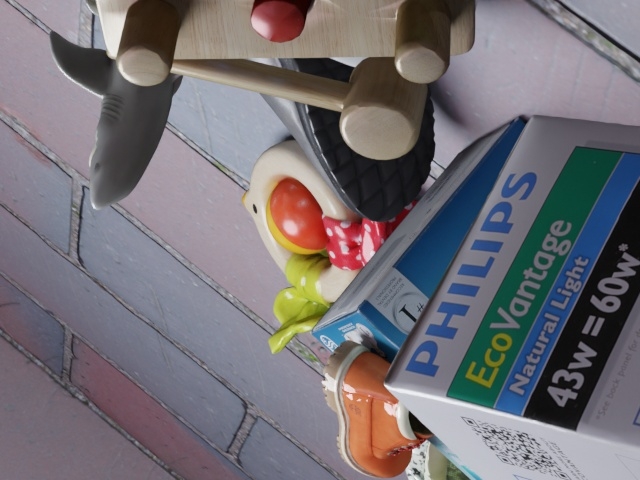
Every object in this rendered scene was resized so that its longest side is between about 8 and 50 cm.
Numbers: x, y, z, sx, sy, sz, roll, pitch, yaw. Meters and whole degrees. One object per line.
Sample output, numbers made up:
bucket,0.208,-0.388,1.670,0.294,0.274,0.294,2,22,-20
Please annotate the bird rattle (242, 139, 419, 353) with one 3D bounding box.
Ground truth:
bird rattle,0.000,0.000,1.712,0.207,0.143,0.253,55,158,9

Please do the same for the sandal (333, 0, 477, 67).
sandal,-0.039,-0.278,1.231,0.169,0.102,0.416,-29,125,34

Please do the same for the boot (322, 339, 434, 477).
boot,0.057,0.148,1.389,0.085,0.059,0.158,22,152,29

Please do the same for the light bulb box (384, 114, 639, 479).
light bulb box,0.304,0.119,1.151,0.361,0.225,0.358,11,155,46

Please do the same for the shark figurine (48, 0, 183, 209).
shark figurine,-0.147,-0.182,1.426,0.116,0.166,0.278,-2,111,38

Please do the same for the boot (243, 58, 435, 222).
boot,-0.048,-0.174,1.482,0.223,0.118,0.338,11,134,57

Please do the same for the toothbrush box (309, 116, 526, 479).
toothbrush box,0.179,0.086,1.438,0.295,0.216,0.126,41,160,-6

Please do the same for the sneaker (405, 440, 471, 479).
sneaker,0.152,0.253,1.701,0.410,0.182,0.158,62,-169,12

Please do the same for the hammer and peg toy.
hammer and peg toy,-0.032,-0.178,1.164,0.266,0.127,0.361,0,136,5
